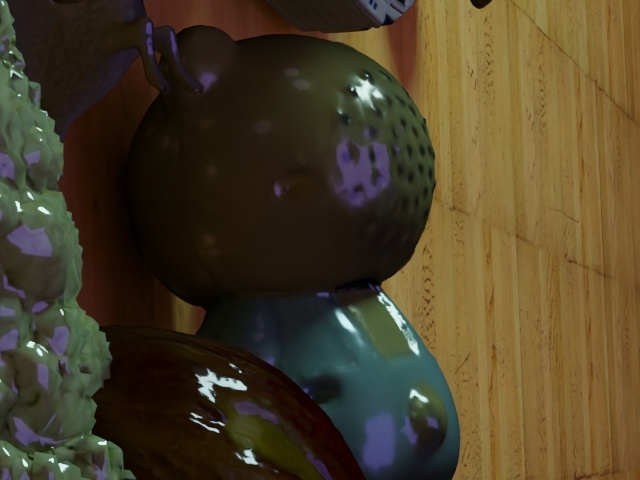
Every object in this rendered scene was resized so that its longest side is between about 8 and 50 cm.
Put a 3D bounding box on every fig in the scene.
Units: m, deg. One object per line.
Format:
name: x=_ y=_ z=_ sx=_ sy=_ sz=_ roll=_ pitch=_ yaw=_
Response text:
fig: x=-0.086 y=0.106 z=0.704 sx=0.290 sy=0.191 sz=0.190 roll=55 pitch=36 yaw=-58

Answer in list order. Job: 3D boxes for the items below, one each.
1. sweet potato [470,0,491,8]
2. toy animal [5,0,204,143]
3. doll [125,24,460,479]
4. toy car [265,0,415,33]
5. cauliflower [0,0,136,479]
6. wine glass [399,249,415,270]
sweet potato: x=0.096 y=-0.396 z=1.420 sx=0.130 sy=0.130 sz=0.422 roll=-41 pitch=119 yaw=-67
toy animal: x=-0.106 y=-0.074 z=0.797 sx=0.219 sy=0.095 sz=0.155 roll=3 pitch=80 yaw=-70
doll: x=-0.016 y=0.020 z=0.927 sx=0.177 sy=0.161 sz=0.260 roll=-1 pitch=84 yaw=-54
toy car: x=0.014 y=-0.186 z=1.175 sx=0.210 sy=0.089 sz=0.108 roll=32 pitch=57 yaw=-65
cauliflower: x=-0.171 y=0.066 z=0.431 sx=0.272 sy=0.275 sz=0.250 roll=65 pitch=-10 yaw=-10
wine glass: x=0.000 y=0.000 z=1.115 sx=0.195 sy=0.079 sz=0.079 roll=-18 pitch=104 yaw=-72
